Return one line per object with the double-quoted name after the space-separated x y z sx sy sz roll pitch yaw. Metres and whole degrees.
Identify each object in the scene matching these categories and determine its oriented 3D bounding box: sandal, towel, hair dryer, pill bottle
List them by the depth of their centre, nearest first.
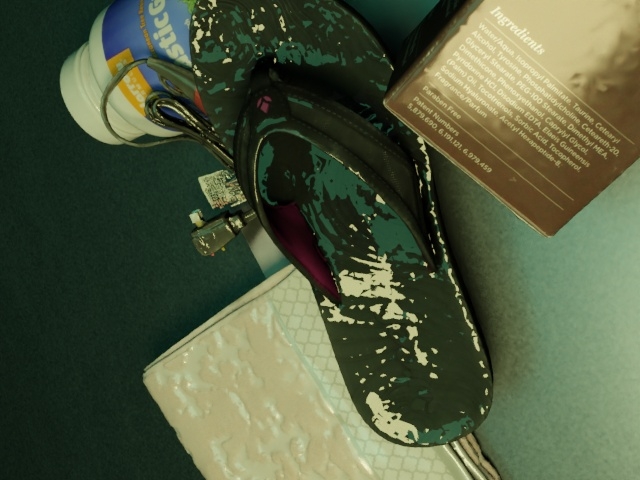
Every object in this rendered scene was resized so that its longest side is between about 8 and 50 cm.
0.026 -0.020 0.722 0.167 0.107 0.446 -24 99 19 "sandal"
-0.043 -0.087 0.804 0.293 0.080 0.224 -17 128 17 "hair dryer"
-0.135 -0.196 0.878 0.272 0.152 0.152 -21 86 32 "pill bottle"
-0.010 0.207 0.912 0.317 0.053 0.332 -38 82 31 "towel"

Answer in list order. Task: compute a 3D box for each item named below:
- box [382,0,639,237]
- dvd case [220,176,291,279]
0.178 -0.149 0.650 0.167 0.168 0.203 38 119 -9 "box"
0.000 0.000 0.905 0.164 0.018 0.221 -33 80 31 "dvd case"
